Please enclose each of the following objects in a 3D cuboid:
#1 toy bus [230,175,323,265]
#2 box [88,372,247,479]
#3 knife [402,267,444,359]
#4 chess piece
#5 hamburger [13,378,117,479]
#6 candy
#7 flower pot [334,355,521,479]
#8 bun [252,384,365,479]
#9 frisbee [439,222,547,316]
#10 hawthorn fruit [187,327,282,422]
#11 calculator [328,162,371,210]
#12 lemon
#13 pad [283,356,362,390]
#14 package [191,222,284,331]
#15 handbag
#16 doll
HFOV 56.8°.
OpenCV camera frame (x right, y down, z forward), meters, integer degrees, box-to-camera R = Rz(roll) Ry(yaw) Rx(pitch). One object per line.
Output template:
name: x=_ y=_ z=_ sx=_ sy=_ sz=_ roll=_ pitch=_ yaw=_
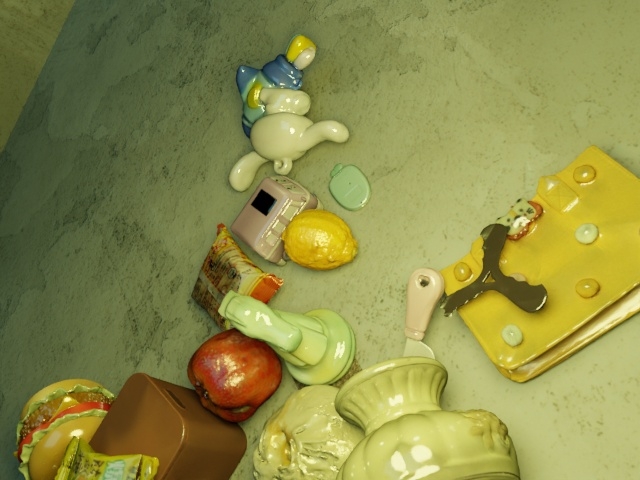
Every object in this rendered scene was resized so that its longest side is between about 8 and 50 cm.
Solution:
toy bus: x=-0.106 y=-0.056 z=1.460 sx=0.142 sy=0.142 sz=0.202 roll=35 pitch=91 yaw=40
box: x=-0.363 y=0.506 z=1.329 sx=0.239 sy=0.229 sz=0.339 roll=31 pitch=88 yaw=39
knife: x=0.189 y=0.219 z=1.158 sx=0.081 sy=0.043 sz=0.335 roll=12 pitch=97 yaw=34
chess piece: x=-0.066 y=0.192 z=1.216 sx=0.176 sy=0.298 sz=0.175 roll=-17 pitch=59 yaw=30
hamburger: x=-0.611 y=0.506 z=1.476 sx=0.274 sy=0.274 sz=0.212 roll=-50 pitch=44 yaw=6
candy: x=-0.449 y=0.504 z=1.188 sx=0.297 sy=0.081 sz=0.187 roll=-4 pitch=66 yaw=34
flower pot: x=0.159 y=0.347 z=0.997 sx=0.307 sy=0.307 sz=0.244 roll=-36 pitch=48 yaw=17
bun: x=-0.024 y=0.425 z=1.180 sx=0.287 sy=0.146 sz=0.287 roll=-14 pitch=63 yaw=30
frisbee: x=0.292 y=0.075 z=1.068 sx=0.187 sy=0.012 sz=0.211 roll=-36 pitch=41 yaw=24
hawthorn fruit: x=-0.165 y=0.282 z=1.334 sx=0.243 sy=0.207 sz=0.207 roll=-32 pitch=41 yaw=-32
calculator: x=0.068 y=-0.135 z=1.454 sx=0.095 sy=0.021 sz=0.153 roll=-42 pitch=55 yaw=11
lemon: x=0.000 y=0.000 z=1.363 sx=0.187 sy=0.142 sz=0.142 roll=15 pitch=78 yaw=18
pad: x=0.009 y=0.288 z=1.314 sx=0.158 sy=0.003 sz=0.235 roll=-42 pitch=52 yaw=12
package: x=-0.228 y=0.110 z=1.481 sx=0.288 sy=0.108 sz=0.223 roll=35 pitch=105 yaw=37
handbag: x=0.418 y=0.039 z=1.070 sx=0.401 sy=0.133 sz=0.283 roll=-41 pitch=44 yaw=16
doll: x=-0.105 y=-0.344 z=1.587 sx=0.376 sy=0.187 sz=0.365 roll=-13 pitch=73 yaw=17
